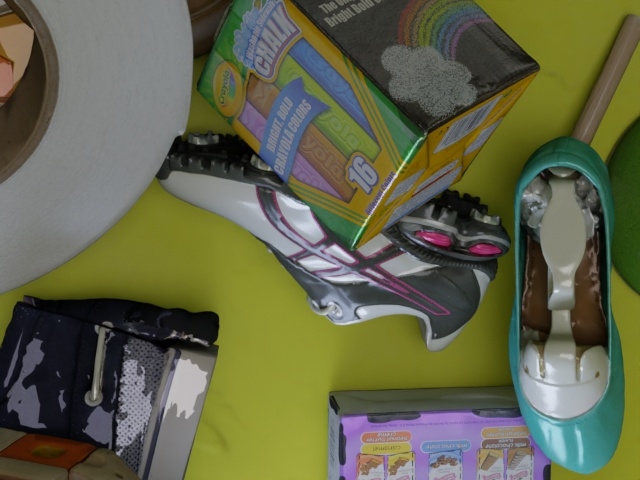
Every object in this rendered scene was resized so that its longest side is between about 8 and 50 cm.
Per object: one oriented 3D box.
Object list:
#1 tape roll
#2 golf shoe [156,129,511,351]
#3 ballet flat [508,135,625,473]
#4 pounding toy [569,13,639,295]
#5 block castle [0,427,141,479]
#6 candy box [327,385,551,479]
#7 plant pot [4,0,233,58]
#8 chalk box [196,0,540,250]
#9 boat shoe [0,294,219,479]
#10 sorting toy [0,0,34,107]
[{"bbox_3d":[-0.274,-0.115,0.978,0.392,0.072,0.392,-10,130,-11],"label":"tape roll"},{"bbox_3d":[0.000,0.000,1.116,0.273,0.105,0.120,17,104,-10],"label":"golf shoe"},{"bbox_3d":[0.170,0.050,1.092,0.083,0.087,0.247,-2,93,17],"label":"ballet flat"},{"bbox_3d":[0.290,-0.035,1.146,0.237,0.110,0.183,32,94,-13],"label":"pounding toy"},{"bbox_3d":[-0.287,0.287,0.993,0.453,0.213,0.303,8,101,15],"label":"block castle"},{"bbox_3d":[0.089,0.216,1.182,0.165,0.070,0.196,-1,100,-8],"label":"candy box"},{"bbox_3d":[-0.126,-0.239,1.070,0.236,0.032,0.236,-1,94,-15],"label":"plant pot"},{"bbox_3d":[0.012,-0.127,1.038,0.132,0.132,0.213,-32,72,-39],"label":"chalk box"},{"bbox_3d":[-0.187,0.199,1.124,0.158,0.127,0.340,15,91,-3],"label":"boat shoe"},{"bbox_3d":[-0.277,-0.150,1.078,0.193,0.038,0.208,-18,102,-5],"label":"sorting toy"}]
